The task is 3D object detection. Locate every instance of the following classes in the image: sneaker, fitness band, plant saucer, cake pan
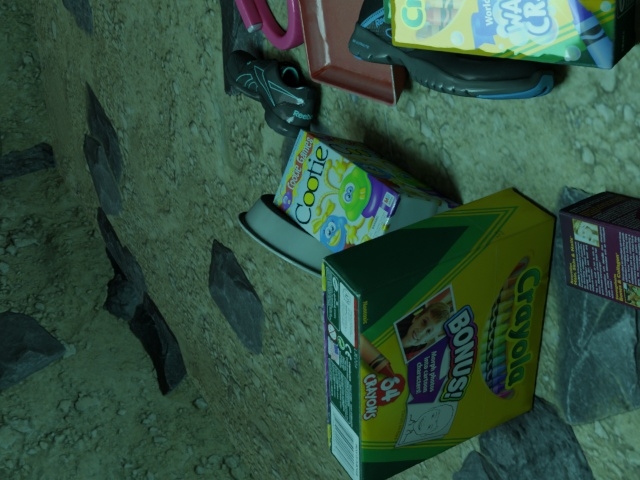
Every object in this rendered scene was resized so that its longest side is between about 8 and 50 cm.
[{"bbox_3d":[-0.085,-0.296,1.855,0.267,0.101,0.106,48,127,37],"label":"sneaker"},{"bbox_3d":[-0.101,-0.478,1.762,0.209,0.054,0.291,-20,92,65],"label":"fitness band"},{"bbox_3d":[0.165,-0.274,1.308,0.341,0.125,0.139,30,115,42],"label":"sneaker"},{"bbox_3d":[0.048,-0.360,1.563,0.259,0.048,0.258,31,136,54],"label":"plant saucer"},{"bbox_3d":[0.000,0.000,1.713,0.293,0.293,0.054,39,108,47],"label":"cake pan"}]

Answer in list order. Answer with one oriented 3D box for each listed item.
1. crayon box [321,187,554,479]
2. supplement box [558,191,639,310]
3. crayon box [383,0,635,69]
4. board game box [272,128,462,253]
[{"bbox_3d":[0.164,0.142,1.407,0.106,0.313,0.363,46,147,46],"label":"crayon box"},{"bbox_3d":[0.375,0.016,1.162,0.188,0.081,0.104,23,130,56],"label":"supplement box"},{"bbox_3d":[0.188,-0.316,1.123,0.323,0.083,0.203,13,125,31],"label":"crayon box"},{"bbox_3d":[0.068,-0.056,1.593,0.275,0.142,0.144,38,113,47],"label":"board game box"}]
